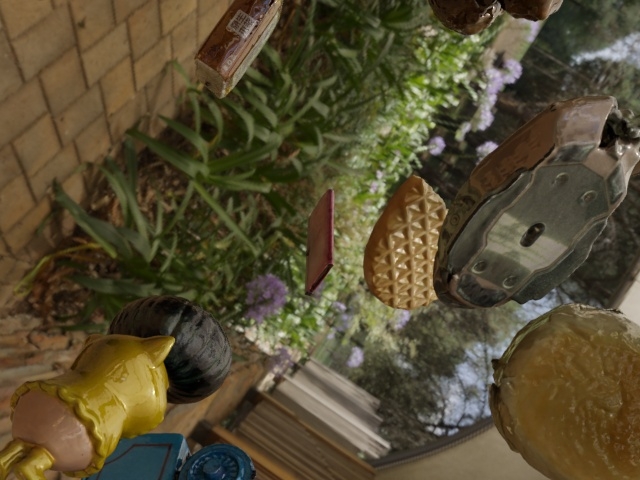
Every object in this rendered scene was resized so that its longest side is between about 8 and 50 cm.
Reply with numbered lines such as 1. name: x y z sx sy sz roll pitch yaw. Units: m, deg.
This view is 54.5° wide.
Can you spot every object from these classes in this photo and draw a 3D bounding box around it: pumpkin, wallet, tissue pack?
1. pumpkin: -0.239 0.175 0.976 0.140 0.202 0.202 -72 -173 -47
2. wallet: 0.000 0.000 1.391 0.119 0.025 0.232 -53 -155 41
3. tissue pack: -0.173 -0.426 1.322 0.226 0.092 0.183 -54 -176 -7

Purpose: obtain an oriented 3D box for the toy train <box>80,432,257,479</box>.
1. toy train: -0.216 0.423 0.832 0.300 0.264 0.188 -83 169 -55

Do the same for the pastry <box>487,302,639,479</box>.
1. pastry: 0.365 0.211 0.855 0.265 0.264 0.133 -58 169 9

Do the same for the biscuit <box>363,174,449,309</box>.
1. biscuit: 0.173 0.030 1.040 0.205 0.040 0.309 -49 139 7

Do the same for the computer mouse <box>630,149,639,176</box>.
1. computer mouse: 0.771 -0.194 1.473 0.102 0.045 0.199 -36 -177 -43

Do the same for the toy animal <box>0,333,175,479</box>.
1. toy animal: -0.284 0.198 0.750 0.156 0.156 0.230 -61 175 37

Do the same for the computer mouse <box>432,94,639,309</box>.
1. computer mouse: 0.279 -0.063 0.811 0.389 0.199 0.115 -53 -147 22

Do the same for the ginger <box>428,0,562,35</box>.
1. ginger: 0.251 -0.523 0.973 0.176 0.419 0.254 -7 -177 -35
